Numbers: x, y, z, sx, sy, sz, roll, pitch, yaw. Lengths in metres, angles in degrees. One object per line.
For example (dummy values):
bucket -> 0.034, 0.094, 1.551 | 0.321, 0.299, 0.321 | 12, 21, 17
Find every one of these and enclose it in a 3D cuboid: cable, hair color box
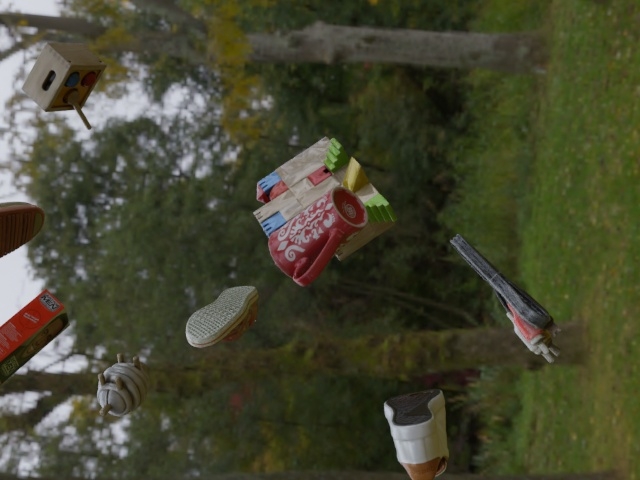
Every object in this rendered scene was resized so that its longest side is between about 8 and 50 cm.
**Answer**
cable -> 0.314, 0.096, 1.640 | 0.072, 0.287, 0.139 | -49, -24, 7
hair color box -> -0.420, 0.139, 1.300 | 0.141, 0.043, 0.072 | -44, -13, -24

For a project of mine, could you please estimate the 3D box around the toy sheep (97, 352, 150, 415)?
toy sheep -> -0.330, 0.245, 1.548 | 0.132, 0.091, 0.091 | -47, -33, -52

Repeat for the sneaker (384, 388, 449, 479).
sneaker -> 0.167, 0.337, 1.606 | 0.290, 0.105, 0.123 | -27, -75, -78

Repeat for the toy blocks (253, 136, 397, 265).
toy blocks -> -0.021, -0.066, 2.043 | 0.191, 0.260, 0.381 | 59, 177, -38

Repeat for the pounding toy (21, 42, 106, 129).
pounding toy -> -0.483, -0.293, 1.789 | 0.141, 0.100, 0.130 | -53, -13, 23

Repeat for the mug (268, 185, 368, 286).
mug -> 0.006, -0.001, 1.702 | 0.169, 0.113, 0.150 | -40, 58, 33

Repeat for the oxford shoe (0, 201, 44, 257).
oxford shoe -> -0.751, -0.030, 1.854 | 0.396, 0.146, 0.141 | -15, -41, -40

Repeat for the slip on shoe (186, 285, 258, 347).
slip on shoe -> -0.217, 0.192, 2.166 | 0.331, 0.122, 0.101 | -44, -51, -73
